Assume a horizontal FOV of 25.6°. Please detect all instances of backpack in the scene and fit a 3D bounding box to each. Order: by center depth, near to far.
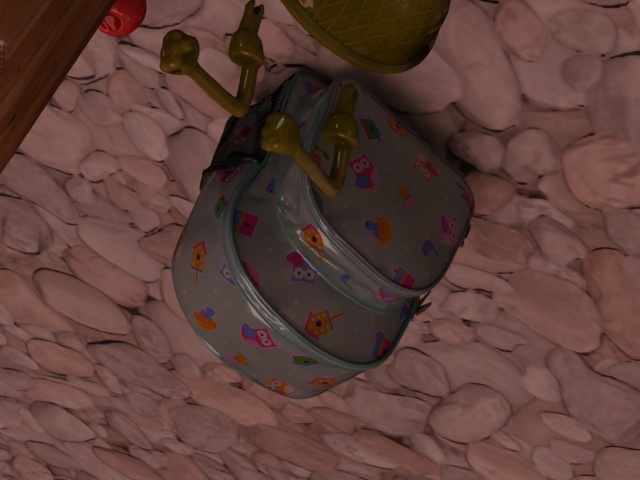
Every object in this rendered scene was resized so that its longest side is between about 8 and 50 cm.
[{"bbox_3d":[0.000,0.000,0.912,0.166,0.188,0.144,42,146,-21],"label":"backpack"}]

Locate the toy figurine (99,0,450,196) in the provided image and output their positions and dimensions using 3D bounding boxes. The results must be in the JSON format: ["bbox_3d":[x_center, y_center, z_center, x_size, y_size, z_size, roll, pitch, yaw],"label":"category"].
[{"bbox_3d":[-0.018,-0.208,0.638,0.362,0.191,0.217,41,141,-23],"label":"toy figurine"}]

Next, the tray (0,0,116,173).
[{"bbox_3d":[-0.084,-0.228,0.429,0.202,0.411,0.076,28,149,-2],"label":"tray"}]
